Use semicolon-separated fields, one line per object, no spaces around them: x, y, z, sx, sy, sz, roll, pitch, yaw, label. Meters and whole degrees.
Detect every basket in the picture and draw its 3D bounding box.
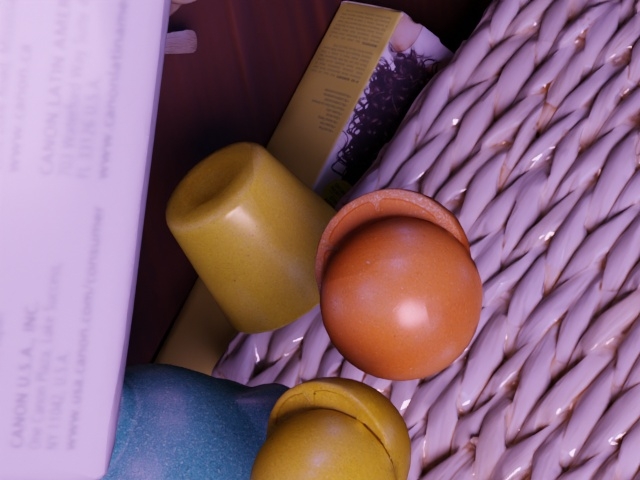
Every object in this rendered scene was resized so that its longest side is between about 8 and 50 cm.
0.183;0.060;0.743;0.331;0.266;0.328;-53;140;-14;basket

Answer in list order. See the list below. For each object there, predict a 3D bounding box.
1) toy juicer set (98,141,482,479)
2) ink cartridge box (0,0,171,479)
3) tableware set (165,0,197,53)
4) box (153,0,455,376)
-0.054;0.108;0.558;0.329;0.209;0.089;-52;123;-20;toy juicer set
-0.237;-0.087;0.446;0.385;0.091;0.308;5;107;-15;ink cartridge box
-0.087;-0.132;0.617;0.194;0.039;0.128;-26;113;-62;tableware set
0.000;0.000;0.772;0.087;0.058;0.232;29;87;-38;box
